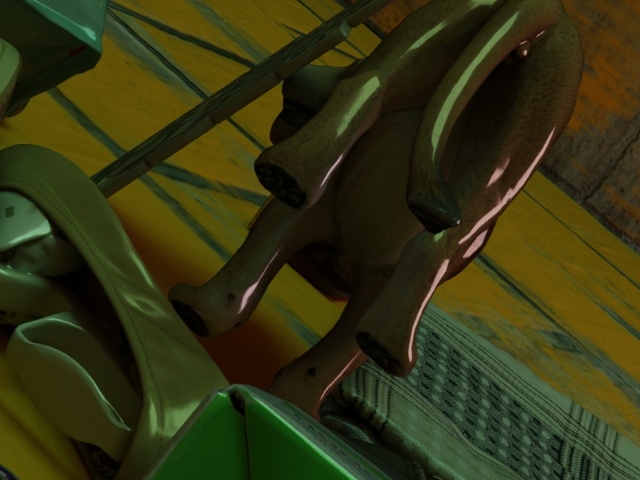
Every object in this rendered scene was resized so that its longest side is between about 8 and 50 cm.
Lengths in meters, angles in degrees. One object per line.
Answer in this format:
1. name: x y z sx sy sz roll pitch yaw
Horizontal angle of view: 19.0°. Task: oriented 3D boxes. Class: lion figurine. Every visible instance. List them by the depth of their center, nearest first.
1. lion figurine: 0.051 -0.043 0.936 0.142 0.240 0.392 45 -21 -7

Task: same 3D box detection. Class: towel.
1. towel: 0.145 0.148 1.159 0.324 0.056 0.312 38 11 -1

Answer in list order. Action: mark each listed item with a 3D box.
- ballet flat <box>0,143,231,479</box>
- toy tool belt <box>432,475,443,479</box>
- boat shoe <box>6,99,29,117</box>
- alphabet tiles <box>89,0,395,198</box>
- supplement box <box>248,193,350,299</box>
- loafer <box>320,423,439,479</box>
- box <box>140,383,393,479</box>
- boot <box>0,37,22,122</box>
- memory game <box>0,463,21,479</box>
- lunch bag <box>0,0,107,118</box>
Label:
1. ballet flat: -0.109 0.028 0.813 0.073 0.080 0.232 4 31 -44
2. toy tool belt: 0.055 0.145 0.933 0.083 0.052 0.051 34 -20 -32
3. boat shoe: -0.190 -0.108 1.164 0.048 0.056 0.153 27 7 -26
4. alphabet tiles: -0.047 -0.078 1.034 0.009 0.237 0.198 56 9 -7
5. supplement box: 0.000 0.000 1.335 0.083 0.043 0.055 40 11 18
6. loafer: 0.109 0.186 0.680 0.366 0.134 0.130 41 12 19
7. box: 0.048 0.158 0.450 0.262 0.127 0.231 39 -5 3
8. boot: -0.237 -0.079 0.795 0.203 0.095 0.262 34 19 -14
9. memory game: -0.114 0.110 0.617 0.186 0.012 0.186 36 11 -8
10. lunch bag: -0.235 -0.207 0.965 0.262 0.160 0.223 29 49 -36
